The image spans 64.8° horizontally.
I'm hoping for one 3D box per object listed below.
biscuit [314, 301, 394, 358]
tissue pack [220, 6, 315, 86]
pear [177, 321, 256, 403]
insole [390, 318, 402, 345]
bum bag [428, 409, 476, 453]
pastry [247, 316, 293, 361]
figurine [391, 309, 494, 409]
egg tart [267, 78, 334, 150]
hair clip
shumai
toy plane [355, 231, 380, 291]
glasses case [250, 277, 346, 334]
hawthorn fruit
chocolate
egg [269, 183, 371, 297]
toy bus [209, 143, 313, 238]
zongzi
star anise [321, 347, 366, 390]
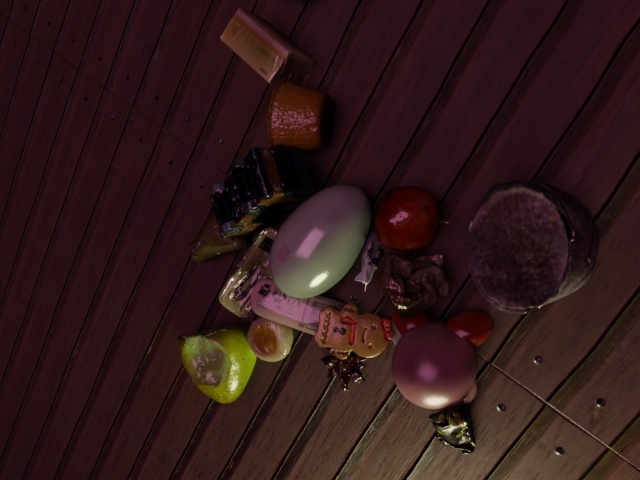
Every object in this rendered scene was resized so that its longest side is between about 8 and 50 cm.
[{"bbox_3d":[0.098,0.266,1.454,0.225,0.036,0.166,13,90,4],"label":"biscuit"},{"bbox_3d":[-0.155,-0.559,1.491,0.234,0.159,0.125,45,112,17],"label":"tissue pack"},{"bbox_3d":[-0.348,0.412,1.677,0.292,0.159,0.293,4,99,26],"label":"pear"},{"bbox_3d":[0.262,0.328,1.442,0.080,0.003,0.232,-35,79,25],"label":"insole"},{"bbox_3d":[0.346,0.492,1.316,0.106,0.233,0.060,-4,48,21],"label":"bum bag"},{"bbox_3d":[-0.156,0.306,1.605,0.156,0.092,0.157,4,98,29],"label":"pastry"},{"bbox_3d":[0.290,0.309,1.305,0.269,0.211,0.262,6,96,26],"label":"figurine"},{"bbox_3d":[-0.061,-0.345,1.446,0.170,0.215,0.216,11,99,15],"label":"egg tart"},{"bbox_3d":[-0.201,0.096,1.609,0.138,0.091,0.321,36,108,-4],"label":"hair clip"},{"bbox_3d":[0.244,0.090,1.309,0.185,0.218,0.184,-33,68,2],"label":"shumai"},{"bbox_3d":[0.141,0.052,1.424,0.065,0.162,0.171,15,64,13],"label":"toy plane"},{"bbox_3d":[-0.063,0.206,1.527,0.314,0.075,0.122,18,91,8],"label":"glasses case"},{"bbox_3d":[0.246,-0.053,1.330,0.200,0.179,0.179,7,98,12],"label":"hawthorn fruit"},{"bbox_3d":[0.515,0.015,1.161,0.303,0.212,0.304,1,91,63],"label":"chocolate"},{"bbox_3d":[0.000,0.000,1.423,0.230,0.230,0.371,41,104,18],"label":"egg"},{"bbox_3d":[-0.178,-0.136,1.464,0.323,0.194,0.162,-34,70,51],"label":"toy bus"},{"bbox_3d":[-0.353,-0.066,1.667,0.228,0.115,0.256,-18,80,31],"label":"zongzi"},{"bbox_3d":[0.075,0.364,1.513,0.167,0.057,0.168,-3,83,28],"label":"star anise"}]
